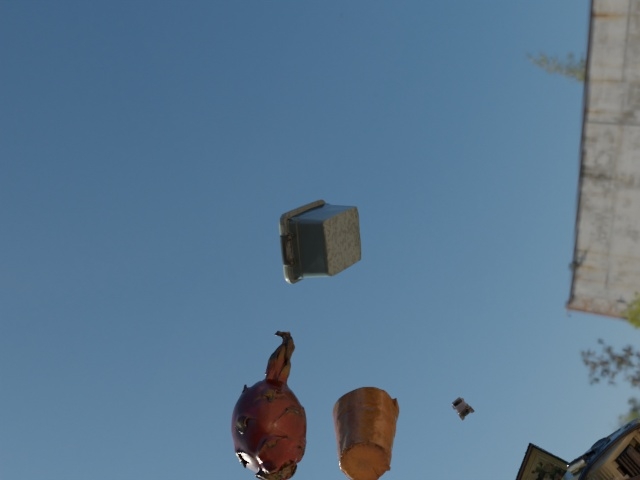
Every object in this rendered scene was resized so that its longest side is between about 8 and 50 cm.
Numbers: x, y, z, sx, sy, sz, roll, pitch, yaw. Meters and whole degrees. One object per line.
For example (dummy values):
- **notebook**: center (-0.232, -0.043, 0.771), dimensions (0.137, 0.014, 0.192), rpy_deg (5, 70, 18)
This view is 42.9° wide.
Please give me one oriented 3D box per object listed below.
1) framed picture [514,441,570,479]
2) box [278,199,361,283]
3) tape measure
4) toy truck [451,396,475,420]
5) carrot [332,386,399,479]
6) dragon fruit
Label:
- **framed picture**: center (0.651, 0.704, 2.317), dimensions (0.010, 0.199, 0.195), rpy_deg (2, -72, -58)
- **box**: center (0.000, 0.000, 1.840), dimensions (0.227, 0.130, 0.162), rpy_deg (-26, -67, -62)
- **tape measure**: center (0.704, 0.548, 1.976), dimensions (0.231, 0.133, 0.271), rpy_deg (-25, -19, -50)
- **toy truck**: center (0.349, 0.413, 2.012), dimensions (0.039, 0.044, 0.083), rpy_deg (-39, -31, 2)
- **carrot**: center (0.130, 0.542, 2.216), dimensions (0.254, 0.196, 0.196), rpy_deg (-89, -7, -66)
- **dragon fruit**: center (-0.072, 0.255, 1.275), dimensions (0.125, 0.125, 0.246), rpy_deg (71, -155, -62)
